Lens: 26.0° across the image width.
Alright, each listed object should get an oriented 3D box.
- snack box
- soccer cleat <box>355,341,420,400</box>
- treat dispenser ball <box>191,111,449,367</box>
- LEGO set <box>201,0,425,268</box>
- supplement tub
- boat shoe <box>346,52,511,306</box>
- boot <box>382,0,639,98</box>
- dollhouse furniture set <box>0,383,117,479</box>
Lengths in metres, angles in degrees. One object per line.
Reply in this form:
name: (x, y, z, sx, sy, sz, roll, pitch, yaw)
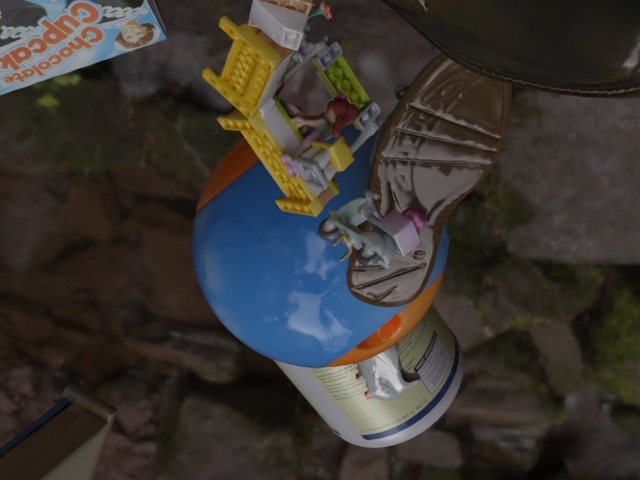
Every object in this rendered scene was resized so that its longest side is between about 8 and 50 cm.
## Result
snack box: (-0.364, -0.262, 1.649, 0.322, 0.060, 0.187, -18, 150, 4)
soccer cleat: (0.058, 0.114, 1.747, 0.076, 0.068, 0.196, -24, 110, 13)
treat dispenser ball: (0.000, 0.000, 1.555, 0.288, 0.288, 0.288, 6, 139, 5)
LEGO set: (0.000, -0.113, 0.972, 0.132, 0.107, 0.287, 28, 154, 35)
supplement tub: (0.042, 0.122, 2.009, 0.235, 0.235, 0.325, -15, 132, 26)
boat shoe: (0.088, -0.068, 1.263, 0.105, 0.089, 0.285, 16, 127, -12)
boot: (0.026, -0.109, 0.503, 0.106, 0.219, 0.082, -1, 118, -42)
dollhouse furniture set: (-0.369, 0.196, 1.127, 0.303, 0.198, 0.286, 27, 115, 12)
